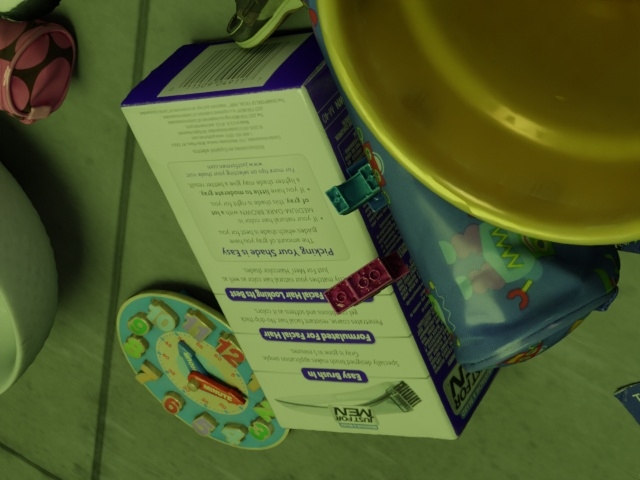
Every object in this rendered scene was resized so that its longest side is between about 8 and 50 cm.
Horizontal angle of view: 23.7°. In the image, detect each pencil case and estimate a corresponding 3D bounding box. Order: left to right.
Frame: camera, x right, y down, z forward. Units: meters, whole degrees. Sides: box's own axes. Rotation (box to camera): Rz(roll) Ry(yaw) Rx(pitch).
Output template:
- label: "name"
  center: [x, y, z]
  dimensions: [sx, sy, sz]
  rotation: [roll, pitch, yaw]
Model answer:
- label: "pencil case"
  center: [-0.317, -0.161, 1.341]
  dimensions: [0.209, 0.095, 0.098]
  rotation: [16, 100, 29]
- label: "pencil case"
  center: [0.093, -0.071, 0.993]
  dimensions: [0.119, 0.133, 0.306]
  rotation: [82, 165, -89]

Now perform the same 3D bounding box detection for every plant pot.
- label: "plant pot"
  center: [0.162, -0.165, 0.853]
  dimensions: [0.254, 0.239, 0.254]
  rotation: [21, 137, 22]

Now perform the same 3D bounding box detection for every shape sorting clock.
- label: "shape sorting clock"
  center: [-0.116, 0.131, 1.495]
  dimensions: [0.206, 0.040, 0.206]
  rotation: [21, 136, 21]

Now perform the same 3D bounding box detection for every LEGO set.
- label: "LEGO set"
  center: [0.089, -0.045, 1.104]
  dimensions: [0.227, 0.093, 0.087]
  rotation: [-34, 85, 7]

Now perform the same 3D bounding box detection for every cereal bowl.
- label: "cereal bowl"
  center: [-0.390, -0.010, 1.496]
  dimensions: [0.339, 0.141, 0.339]
  rotation: [21, 136, 22]

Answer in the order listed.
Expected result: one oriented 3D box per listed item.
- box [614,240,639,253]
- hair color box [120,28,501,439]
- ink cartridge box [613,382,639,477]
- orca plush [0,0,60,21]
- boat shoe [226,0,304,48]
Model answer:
- label: "box"
  center: [0.224, -0.071, 1.032]
  dimensions: [0.054, 0.059, 0.169]
  rotation: [11, 132, 29]
- label: "hair color box"
  center: [0.000, 0.000, 1.235]
  dimensions: [0.185, 0.110, 0.339]
  rotation: [-1, 124, 37]
- label: "ink cartridge box"
  center: [0.363, 0.186, 1.175]
  dimensions: [0.224, 0.045, 0.223]
  rotation: [50, 139, -12]
- label: "orca plush"
  center: [-0.309, -0.239, 1.258]
  dimensions: [0.287, 0.151, 0.102]
  rotation: [14, 165, 24]
- label: "boat shoe"
  center: [-0.038, -0.186, 1.113]
  dimensions: [0.049, 0.056, 0.152]
  rotation: [32, 154, -15]
